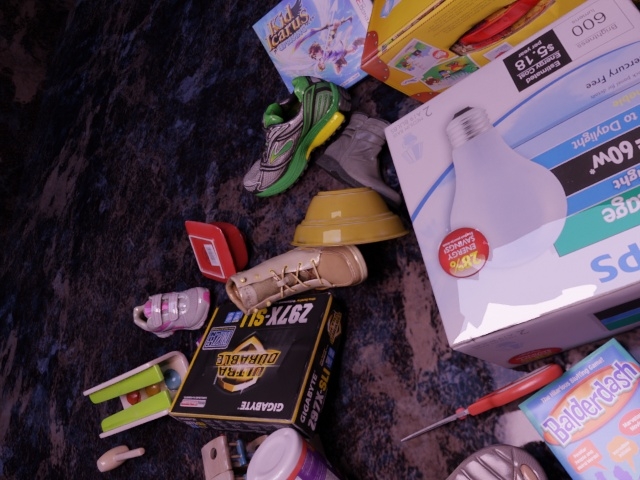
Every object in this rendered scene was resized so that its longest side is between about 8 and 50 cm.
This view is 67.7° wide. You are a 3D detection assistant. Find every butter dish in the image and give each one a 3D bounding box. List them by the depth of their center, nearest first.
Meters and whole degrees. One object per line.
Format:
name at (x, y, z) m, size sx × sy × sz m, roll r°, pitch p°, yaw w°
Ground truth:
butter dish at (-0.232, 0.013, 1.165) m, size 0.160 × 0.118 × 0.160 m, roll 11°, pitch 122°, yaw 43°

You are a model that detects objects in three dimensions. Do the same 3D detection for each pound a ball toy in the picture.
pound a ball toy at (-0.438, 0.420, 1.181) m, size 0.319 × 0.136 × 0.208 m, roll -28°, pitch 83°, yaw 28°

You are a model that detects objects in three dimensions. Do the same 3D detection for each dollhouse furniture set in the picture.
dollhouse furniture set at (-0.105, 0.409, 0.888) m, size 0.183 × 0.129 × 0.129 m, roll -39°, pitch 53°, yaw 23°

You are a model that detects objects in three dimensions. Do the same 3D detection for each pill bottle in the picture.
pill bottle at (-0.017, 0.404, 0.770) m, size 0.108 × 0.193 × 0.108 m, roll -37°, pitch 17°, yaw 14°

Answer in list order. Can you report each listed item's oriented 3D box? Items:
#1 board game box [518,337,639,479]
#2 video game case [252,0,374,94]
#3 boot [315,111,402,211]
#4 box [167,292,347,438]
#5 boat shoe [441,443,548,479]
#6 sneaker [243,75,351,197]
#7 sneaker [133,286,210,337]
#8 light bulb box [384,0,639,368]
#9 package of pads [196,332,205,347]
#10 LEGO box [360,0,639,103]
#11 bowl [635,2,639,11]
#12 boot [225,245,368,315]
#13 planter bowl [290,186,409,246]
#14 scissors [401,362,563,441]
board game box at (0.386, 0.256, 0.601) m, size 0.160 × 0.047 × 0.210 m, roll -45°, pitch 50°, yaw 17°
video game case at (0.013, -0.457, 1.085) m, size 0.269 × 0.061 × 0.244 m, roll -27°, pitch 96°, yaw 29°
boot at (0.106, -0.176, 0.981) m, size 0.161 × 0.083 × 0.246 m, roll -52°, pitch 50°, yaw 3°
box at (-0.122, 0.241, 0.943) m, size 0.322 × 0.079 × 0.257 m, roll -11°, pitch 42°, yaw 35°
boat shoe at (0.169, 0.414, 0.665) m, size 0.355 × 0.130 × 0.132 m, roll -39°, pitch 56°, yaw 14°
sneaker at (-0.089, -0.239, 1.096) m, size 0.343 × 0.146 × 0.134 m, roll -48°, pitch 40°, yaw 33°
sneaker at (-0.384, 0.183, 1.217) m, size 0.252 × 0.111 × 0.103 m, roll -27°, pitch 58°, yaw 29°
light bulb box at (0.323, -0.059, 0.656) m, size 0.358 × 0.225 × 0.361 m, roll -29°, pitch 56°, yaw 28°
package of pads at (-0.260, 0.260, 1.140) m, size 0.050 × 0.032 × 0.083 m, roll -47°, pitch 50°, yaw 12°
LEGO box at (0.300, -0.490, 0.744) m, size 0.500 × 0.193 × 0.372 m, roll -9°, pitch 66°, yaw 63°
bowl at (0.514, -0.442, 0.711) m, size 0.298 × 0.134 × 0.298 m, roll -15°, pitch 64°, yaw 35°
boot at (-0.053, 0.071, 0.892) m, size 0.262 × 0.203 × 0.095 m, roll 2°, pitch 111°, yaw 59°
planter bowl at (0.048, -0.049, 0.866) m, size 0.217 × 0.217 × 0.090 m, roll -1°, pitch 98°, yaw 39°
scissors at (0.218, 0.249, 0.703) m, size 0.297 × 0.109 × 0.021 m, roll -36°, pitch 70°, yaw 24°
